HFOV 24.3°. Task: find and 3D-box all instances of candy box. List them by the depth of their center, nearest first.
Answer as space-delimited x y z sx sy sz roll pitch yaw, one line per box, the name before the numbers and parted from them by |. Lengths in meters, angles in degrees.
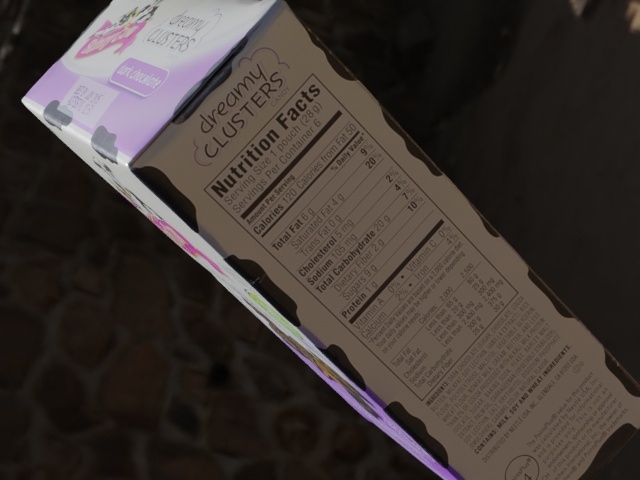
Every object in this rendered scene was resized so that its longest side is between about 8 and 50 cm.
candy box | 0.000 0.000 0.531 0.070 0.196 0.165 -48 24 -6
